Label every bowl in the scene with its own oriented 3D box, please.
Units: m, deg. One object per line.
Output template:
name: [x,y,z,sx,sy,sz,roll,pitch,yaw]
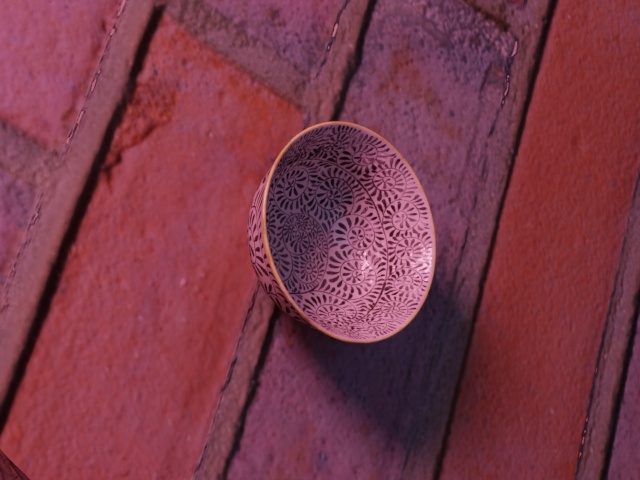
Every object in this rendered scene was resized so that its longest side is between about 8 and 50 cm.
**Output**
bowl: [0.000,0.000,1.325,0.170,0.080,0.170,11,73,-39]

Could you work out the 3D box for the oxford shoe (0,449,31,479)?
oxford shoe: [-0.234,0.181,1.088,0.364,0.130,0.133,63,17,-2]
